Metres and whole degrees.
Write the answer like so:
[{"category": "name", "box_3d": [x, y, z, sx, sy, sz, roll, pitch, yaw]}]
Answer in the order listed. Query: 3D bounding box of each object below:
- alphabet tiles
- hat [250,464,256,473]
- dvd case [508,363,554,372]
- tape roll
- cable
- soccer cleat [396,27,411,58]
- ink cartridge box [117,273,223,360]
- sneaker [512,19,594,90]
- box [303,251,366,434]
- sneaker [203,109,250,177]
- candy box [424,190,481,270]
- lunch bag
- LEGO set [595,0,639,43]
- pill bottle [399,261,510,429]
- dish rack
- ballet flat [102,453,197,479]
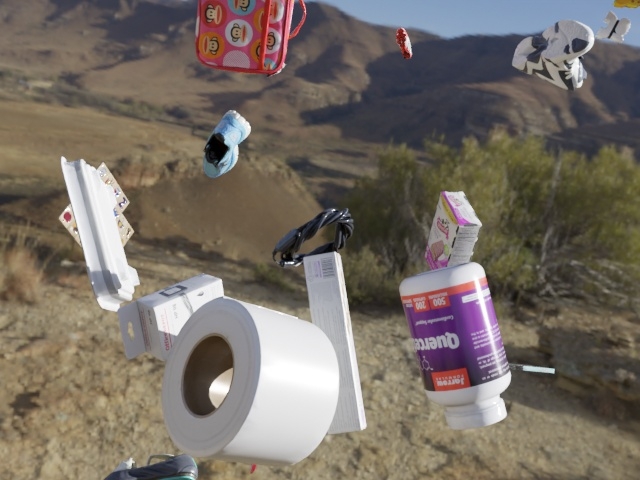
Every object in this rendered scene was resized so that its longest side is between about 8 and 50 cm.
[{"category": "alphabet tiles", "box_3d": [-0.577, -0.055, 1.954, 0.009, 0.198, 0.237, 11, -35, 26]}, {"category": "hat", "box_3d": [-0.166, 0.415, 1.782, 0.208, 0.183, 0.173, 50, -10, 18]}, {"category": "dvd case", "box_3d": [0.499, 0.310, 1.802, 0.087, 0.013, 0.119, 8, -6, -16]}, {"category": "tape roll", "box_3d": [-0.114, 0.227, 1.171, 0.169, 0.246, 0.246, 21, 3, -41]}, {"category": "cable", "box_3d": [0.000, 0.000, 1.492, 0.150, 0.184, 0.047, 15, 42, -47]}, {"category": "soccer cleat", "box_3d": [0.199, -0.473, 1.764, 0.029, 0.083, 0.036, -10, 42, 20]}, {"category": "ink cartridge box", "box_3d": [-0.253, 0.138, 1.286, 0.180, 0.104, 0.060, -23, 26, -40]}, {"category": "sneaker", "box_3d": [0.543, -0.394, 1.604, 0.153, 0.094, 0.235, 19, -11, -20]}, {"category": "box", "box_3d": [0.025, 0.184, 1.347, 0.067, 0.324, 0.063, -11, -10, 9]}, {"category": "sneaker", "box_3d": [-0.177, -0.154, 1.252, 0.063, 0.162, 0.073, 40, 56, 2]}, {"category": "candy box", "box_3d": [0.363, 0.002, 2.058, 0.071, 0.233, 0.159, -1, 38, -13]}, {"category": "lunch bag", "box_3d": [-0.165, -0.551, 1.786, 0.258, 0.293, 0.120, 6, 17, -7]}, {"category": "LEGO set", "box_3d": [0.666, -0.508, 1.509, 0.093, 0.227, 0.087, 28, 2, 8]}, {"category": "pill bottle", "box_3d": [0.285, 0.217, 1.536, 0.181, 0.323, 0.181, -14, -3, -1]}, {"category": "dish rack", "box_3d": [-0.482, -0.014, 1.646, 0.072, 0.333, 0.285, -16, -6, -7]}, {"category": "ballet flat", "box_3d": [-0.332, 0.441, 1.389, 0.203, 0.074, 0.074, -11, 13, -3]}]
